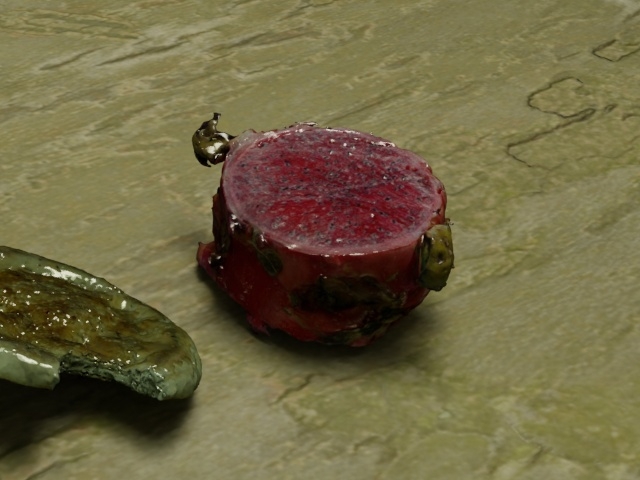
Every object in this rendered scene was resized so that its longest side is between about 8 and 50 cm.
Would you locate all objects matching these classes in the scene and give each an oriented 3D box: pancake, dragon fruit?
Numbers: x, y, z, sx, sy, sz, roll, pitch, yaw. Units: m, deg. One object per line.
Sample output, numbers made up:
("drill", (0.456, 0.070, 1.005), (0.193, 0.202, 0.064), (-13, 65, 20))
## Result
("pancake", (-0.212, 0.061, 1.274), (0.254, 0.037, 0.253), (18, 15, -5))
("dragon fruit", (0.000, 0.000, 1.433), (0.282, 0.147, 0.211), (26, 42, 30))
